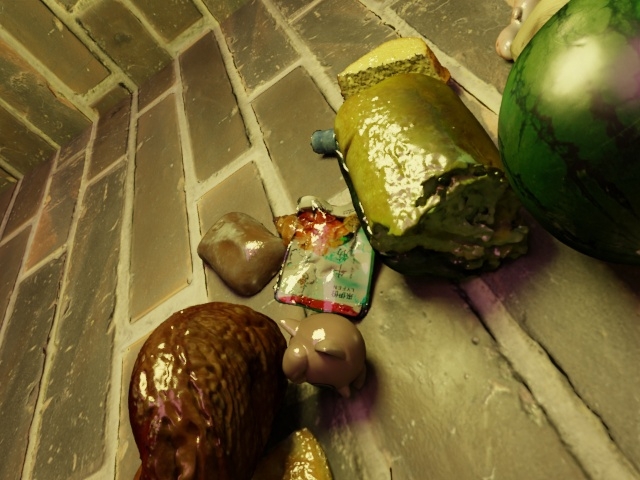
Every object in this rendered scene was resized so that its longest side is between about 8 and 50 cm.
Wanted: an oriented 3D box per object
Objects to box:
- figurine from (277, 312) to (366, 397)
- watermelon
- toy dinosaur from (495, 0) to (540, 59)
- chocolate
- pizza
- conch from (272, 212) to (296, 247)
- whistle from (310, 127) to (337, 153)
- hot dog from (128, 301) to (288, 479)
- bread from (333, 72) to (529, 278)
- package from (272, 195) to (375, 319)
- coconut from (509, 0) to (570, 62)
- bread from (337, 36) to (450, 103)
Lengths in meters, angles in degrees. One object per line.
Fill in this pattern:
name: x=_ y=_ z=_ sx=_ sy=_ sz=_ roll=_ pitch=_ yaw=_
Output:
figurine: x=0.006 y=0.170 z=0.750 sx=0.125 sy=0.138 sz=0.125 roll=-21 pitch=50 yaw=27
watermelon: x=0.382 y=-0.143 z=0.579 sx=0.364 sy=0.363 sz=0.363 roll=-22 pitch=44 yaw=22
toy dinosaur: x=0.443 y=-0.465 z=1.017 sx=0.194 sy=0.152 sz=0.177 roll=-75 pitch=10 yaw=-45
chocolate: x=-0.186 y=0.011 z=1.087 sx=0.161 sy=0.083 sz=0.261 roll=-52 pitch=41 yaw=-10
pizza: x=-0.060 y=0.366 z=0.681 sx=0.188 sy=0.080 sz=0.204 roll=-11 pitch=32 yaw=9
conch: x=0.001 y=-0.001 z=0.963 sx=0.233 sy=0.080 sz=0.086 roll=13 pitch=74 yaw=17
whistle: x=0.111 y=-0.228 z=1.085 sx=0.304 sy=0.062 sz=0.062 roll=4 pitch=57 yaw=40
hot dog: x=-0.153 y=0.231 z=0.658 sx=0.175 sy=0.266 sz=0.387 roll=6 pitch=9 yaw=6
bread: x=0.158 y=-0.124 z=0.818 sx=0.251 sy=0.208 sz=0.376 roll=-22 pitch=47 yaw=10
package: x=0.018 y=0.016 z=0.878 sx=0.166 sy=0.040 sz=0.231 roll=12 pitch=63 yaw=4
coconut: x=0.419 y=-0.309 z=0.809 sx=0.224 sy=0.224 sz=0.224 roll=-22 pitch=44 yaw=22
bread: x=0.173 y=-0.377 z=1.121 sx=0.260 sy=0.129 sz=0.134 roll=-3 pitch=46 yaw=36
